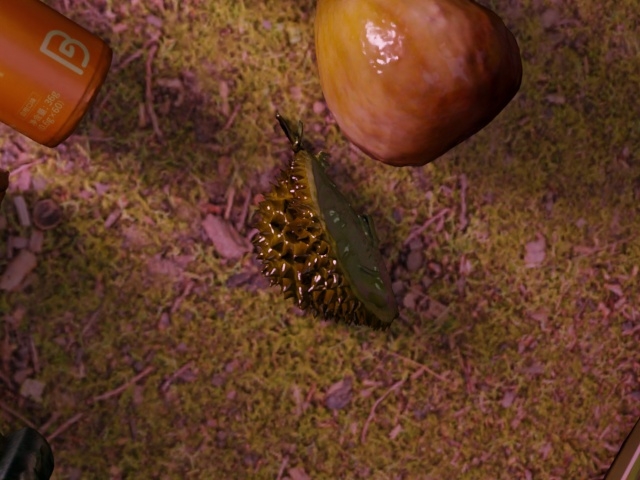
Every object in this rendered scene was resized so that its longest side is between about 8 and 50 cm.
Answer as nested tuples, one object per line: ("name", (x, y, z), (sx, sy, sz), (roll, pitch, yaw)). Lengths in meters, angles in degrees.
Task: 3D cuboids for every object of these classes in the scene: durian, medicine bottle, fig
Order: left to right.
("medicine bottle", (-0.258, -0.155, 1.109), (0.192, 0.096, 0.096), (32, 88, -22))
("durian", (0.000, 0.000, 1.256), (0.100, 0.086, 0.215), (-50, 120, -42))
("fig", (0.039, -0.176, 1.207), (0.257, 0.159, 0.159), (42, 84, 1))

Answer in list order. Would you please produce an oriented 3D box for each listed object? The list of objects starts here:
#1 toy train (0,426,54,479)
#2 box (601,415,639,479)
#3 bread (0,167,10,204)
("toy train", (-0.368, 0.126, 1.040), (0.253, 0.160, 0.397), (-26, 110, 16))
("box", (0.395, 0.299, 1.255), (0.138, 0.420, 0.373), (33, 86, -30))
("bread", (-0.320, 0.000, 1.134), (0.152, 0.127, 0.147), (12, 99, 12))
